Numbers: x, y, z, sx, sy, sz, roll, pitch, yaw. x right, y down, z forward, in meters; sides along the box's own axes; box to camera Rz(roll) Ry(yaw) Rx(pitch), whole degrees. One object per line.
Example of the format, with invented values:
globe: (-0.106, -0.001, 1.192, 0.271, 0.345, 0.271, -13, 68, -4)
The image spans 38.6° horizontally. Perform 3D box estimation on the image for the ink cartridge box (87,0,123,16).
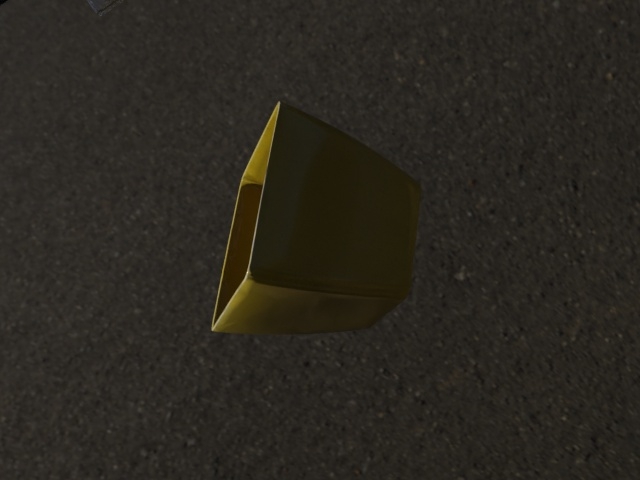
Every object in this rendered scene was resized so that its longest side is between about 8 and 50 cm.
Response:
ink cartridge box: (-0.155, -0.245, 0.548, 0.082, 0.190, 0.139, -34, 24, 6)

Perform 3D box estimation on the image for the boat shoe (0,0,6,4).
boat shoe: (-0.323, -0.266, 0.898, 0.229, 0.080, 0.076, -25, 68, 16)

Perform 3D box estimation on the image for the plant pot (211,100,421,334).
plant pot: (0.000, 0.000, 1.058, 0.212, 0.187, 0.212, 129, 152, -63)
